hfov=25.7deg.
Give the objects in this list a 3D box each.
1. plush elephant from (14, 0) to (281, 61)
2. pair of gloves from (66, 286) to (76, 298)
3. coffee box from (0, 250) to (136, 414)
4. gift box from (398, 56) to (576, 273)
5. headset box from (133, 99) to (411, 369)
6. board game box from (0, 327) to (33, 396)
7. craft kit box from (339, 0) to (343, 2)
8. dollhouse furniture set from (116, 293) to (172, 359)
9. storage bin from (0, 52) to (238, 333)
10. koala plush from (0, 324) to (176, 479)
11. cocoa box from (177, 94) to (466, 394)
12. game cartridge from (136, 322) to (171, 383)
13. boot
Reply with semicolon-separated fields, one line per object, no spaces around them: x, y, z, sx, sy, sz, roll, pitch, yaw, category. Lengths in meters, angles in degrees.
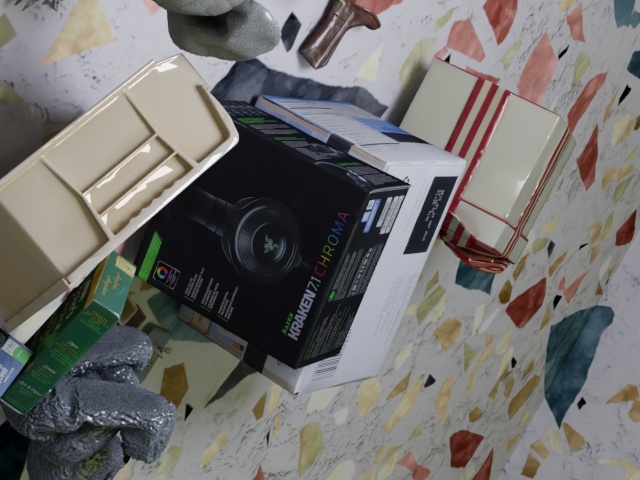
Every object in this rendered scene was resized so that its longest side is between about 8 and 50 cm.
-0.137;-0.329;1.389;0.330;0.255;0.272;-55;151;-8;plush elephant
-0.312;0.098;1.760;0.083;0.010;0.074;-54;152;-5;pair of gloves
-0.284;0.103;1.580;0.184;0.040;0.113;-44;-162;26;coffee box
0.218;-0.111;2.160;0.258;0.255;0.276;-63;157;2;gift box
-0.072;-0.018;1.754;0.131;0.283;0.246;-10;126;-63;headset box
-0.406;0.192;1.585;0.035;0.136;0.201;39;79;-16;board game box
0.008;-0.450;1.681;0.250;0.061;0.246;30;93;-52;craft kit box
-0.247;0.122;1.811;0.091;0.081;0.114;-49;149;-18;dollhouse furniture set
-0.243;-0.050;1.479;0.260;0.123;0.262;-43;-174;-27;storage bin
-0.307;0.243;1.733;0.203;0.196;0.221;1;126;-22;koala plush
0.000;0.000;1.932;0.231;0.228;0.347;-5;120;-57;cocoa box
-0.241;0.154;1.918;0.083;0.017;0.056;-59;147;-2;game cartridge
0.026;-0.275;1.919;0.106;0.037;0.114;33;84;-48;boot
